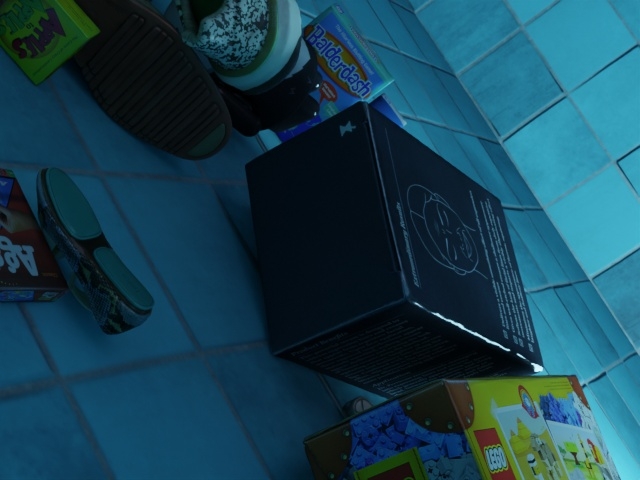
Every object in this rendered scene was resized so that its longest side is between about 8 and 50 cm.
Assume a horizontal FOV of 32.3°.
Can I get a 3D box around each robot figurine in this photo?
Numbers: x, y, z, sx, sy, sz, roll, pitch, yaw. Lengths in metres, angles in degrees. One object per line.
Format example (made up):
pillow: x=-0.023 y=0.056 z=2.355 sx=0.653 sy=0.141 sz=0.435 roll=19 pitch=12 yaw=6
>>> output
robot figurine: x=-0.114 y=-0.277 z=1.677 sx=0.278 sy=0.173 sz=0.209 roll=37 pitch=9 yaw=-40

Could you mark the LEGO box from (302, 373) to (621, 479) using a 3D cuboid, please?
LEGO box: x=0.229 y=0.366 z=1.334 sx=0.500 sy=0.193 sz=0.372 roll=11 pitch=55 yaw=-61

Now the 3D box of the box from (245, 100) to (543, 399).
box: x=0.109 y=0.041 z=1.548 sx=0.395 sy=0.212 sz=0.293 roll=29 pitch=44 yaw=-49

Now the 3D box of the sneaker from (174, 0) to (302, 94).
sneaker: x=-0.146 y=-0.393 z=1.395 sx=0.182 sy=0.158 sz=0.410 roll=10 pitch=59 yaw=-59

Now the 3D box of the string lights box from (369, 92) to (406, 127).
string lights box: x=0.060 y=-0.177 z=1.957 sx=0.077 sy=0.133 sz=0.259 roll=54 pitch=20 yaw=-4

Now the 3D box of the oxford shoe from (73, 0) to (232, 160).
oxford shoe: x=-0.258 y=-0.270 z=1.418 sx=0.397 sy=0.140 sz=0.146 roll=48 pitch=14 yaw=-22

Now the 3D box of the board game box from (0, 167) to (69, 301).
board game box: x=-0.347 y=-0.012 z=0.972 sx=0.145 sy=0.027 sz=0.281 roll=62 pitch=22 yaw=15

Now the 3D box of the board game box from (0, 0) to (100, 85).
board game box: x=-0.353 y=-0.281 z=1.283 sx=0.181 sy=0.092 sz=0.043 roll=50 pitch=21 yaw=-11

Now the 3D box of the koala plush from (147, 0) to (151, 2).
koala plush: x=-0.281 y=-0.448 z=1.577 sx=0.221 sy=0.196 sz=0.203 roll=38 pitch=6 yaw=-28

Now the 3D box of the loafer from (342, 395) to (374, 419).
loafer: x=0.073 y=0.260 z=1.443 sx=0.045 sy=0.039 sz=0.125 roll=-34 pitch=91 yaw=-36

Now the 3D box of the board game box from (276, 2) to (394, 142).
board game box: x=-0.009 y=-0.265 z=1.838 sx=0.160 sy=0.210 sz=0.047 roll=52 pitch=20 yaw=-3

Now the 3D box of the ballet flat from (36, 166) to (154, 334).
ballet flat: x=-0.242 y=0.015 z=1.108 sx=0.188 sy=0.070 sz=0.070 roll=55 pitch=20 yaw=14
